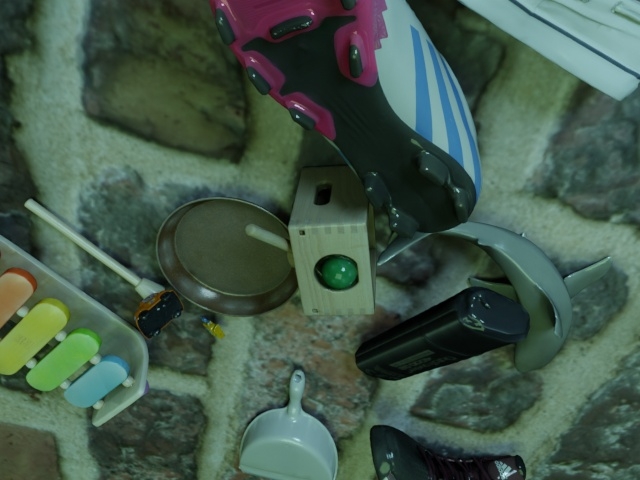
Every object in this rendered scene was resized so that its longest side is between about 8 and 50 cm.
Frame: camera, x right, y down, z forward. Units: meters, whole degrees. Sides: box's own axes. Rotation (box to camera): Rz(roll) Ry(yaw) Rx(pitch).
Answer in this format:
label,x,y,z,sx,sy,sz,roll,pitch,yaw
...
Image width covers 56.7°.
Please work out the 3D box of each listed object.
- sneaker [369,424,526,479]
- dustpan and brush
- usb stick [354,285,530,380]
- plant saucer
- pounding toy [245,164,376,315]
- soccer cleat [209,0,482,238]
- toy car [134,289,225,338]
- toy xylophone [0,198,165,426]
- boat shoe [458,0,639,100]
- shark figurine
label,x,y,z,sx,sy,sz,roll,pitch,yaw
sneaker,0.190,0.314,0.819,0.163,0.106,0.281,-26,129,17
dustpan and brush,-0.041,0.264,0.835,0.147,0.060,0.211,10,133,5
usb stick,0.114,0.108,0.631,0.077,0.045,0.278,17,155,-11
plant saucer,-0.100,0.016,0.672,0.169,0.029,0.168,3,126,4
pounding toy,0.000,0.000,0.578,0.100,0.141,0.130,-2,125,9
soccer cleat,0.029,-0.142,0.465,0.116,0.143,0.331,-15,133,30
toy car,-0.174,0.101,0.709,0.041,0.060,0.122,20,159,40
toy xylophone,-0.339,0.086,0.718,0.323,0.081,0.236,34,122,-17
boat shoe,0.162,-0.204,0.454,0.258,0.095,0.084,22,122,-22
shark figurine,0.201,0.049,0.611,0.278,0.116,0.166,39,119,-22
